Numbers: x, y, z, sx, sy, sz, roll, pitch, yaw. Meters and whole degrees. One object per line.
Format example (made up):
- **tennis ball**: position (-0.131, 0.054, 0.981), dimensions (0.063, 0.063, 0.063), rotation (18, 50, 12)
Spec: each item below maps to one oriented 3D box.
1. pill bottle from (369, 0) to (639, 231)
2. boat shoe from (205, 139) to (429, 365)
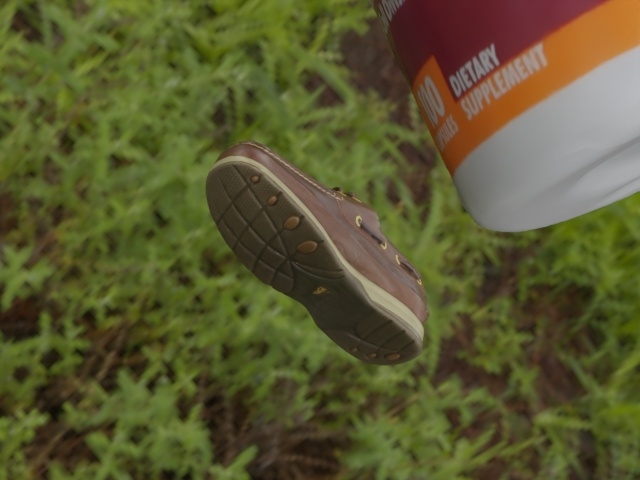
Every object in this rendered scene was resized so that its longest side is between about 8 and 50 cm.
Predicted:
- **pill bottle**: position (0.092, -0.222, 0.820), dimensions (0.224, 0.224, 0.392), rotation (-15, 77, -41)
- **boat shoe**: position (0.001, 0.000, 1.040), dimensions (0.178, 0.064, 0.060), rotation (45, 46, -32)
